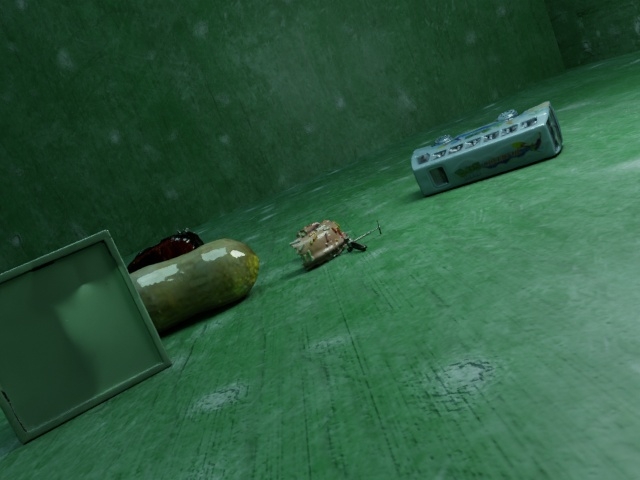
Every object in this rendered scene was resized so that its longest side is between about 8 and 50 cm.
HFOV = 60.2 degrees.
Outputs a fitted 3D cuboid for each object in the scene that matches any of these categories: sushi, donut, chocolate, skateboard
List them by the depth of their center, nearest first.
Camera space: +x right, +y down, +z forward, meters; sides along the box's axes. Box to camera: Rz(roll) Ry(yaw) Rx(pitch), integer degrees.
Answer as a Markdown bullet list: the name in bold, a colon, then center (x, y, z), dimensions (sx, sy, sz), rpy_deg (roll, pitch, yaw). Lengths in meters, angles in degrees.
- **chocolate**: center (-0.261, 0.090, 1.051), dimensions (0.309, 0.134, 0.134), rpy_deg (-23, 11, -2)
- **skateboard**: center (0.093, -0.007, 1.057), dimensions (0.083, 0.032, 0.063), rpy_deg (-30, 23, -26)
- **donut**: center (0.000, 0.000, 1.113), dimensions (0.116, 0.065, 0.166), rpy_deg (-24, 12, 0)
- **sushi**: center (-0.402, 0.069, 1.433), dimensions (0.225, 0.136, 0.126), rpy_deg (-29, 7, 5)

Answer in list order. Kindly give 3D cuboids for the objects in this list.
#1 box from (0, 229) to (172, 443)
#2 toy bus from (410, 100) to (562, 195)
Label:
- **box**: center (-0.379, 0.131, 0.824), dimensions (0.224, 0.225, 0.117), rpy_deg (-26, 11, -20)
- **toy bus**: center (0.359, -0.194, 1.232), dimensions (0.329, 0.109, 0.136), rpy_deg (-17, 23, 32)
